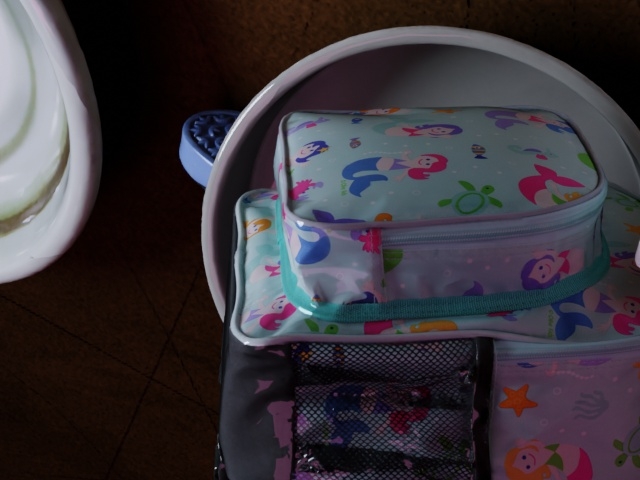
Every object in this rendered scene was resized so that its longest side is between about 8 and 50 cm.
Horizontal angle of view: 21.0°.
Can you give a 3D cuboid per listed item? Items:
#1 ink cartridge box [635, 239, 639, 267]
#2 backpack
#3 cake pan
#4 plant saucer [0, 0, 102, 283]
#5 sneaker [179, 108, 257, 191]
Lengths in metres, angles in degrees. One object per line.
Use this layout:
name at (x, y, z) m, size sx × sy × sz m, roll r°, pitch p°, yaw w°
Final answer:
ink cartridge box at (0.291, -0.099, 0.779) m, size 0.198 × 0.197 × 0.270 m, roll 24°, pitch 136°, yaw 16°
backpack at (0.077, 0.032, 0.922) m, size 0.253 × 0.225 × 0.191 m, roll 5°, pitch 114°, yaw -3°
cake pan at (0.074, 0.000, 1.063) m, size 0.293 × 0.054 × 0.293 m, roll 5°, pitch 117°, yaw 10°
plant saucer at (-0.305, -0.153, 1.232) m, size 0.400 × 0.100 × 0.400 m, roll 19°, pitch 135°, yaw 20°
sneaker at (0.000, 0.000, 1.162) m, size 0.232 × 0.081 × 0.090 m, roll 30°, pitch 131°, yaw 8°
